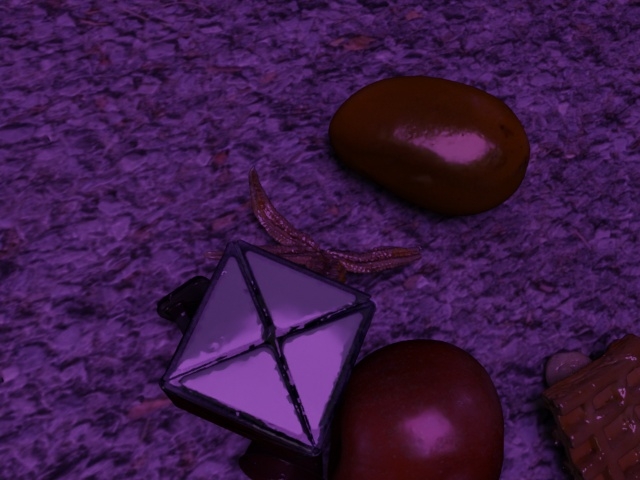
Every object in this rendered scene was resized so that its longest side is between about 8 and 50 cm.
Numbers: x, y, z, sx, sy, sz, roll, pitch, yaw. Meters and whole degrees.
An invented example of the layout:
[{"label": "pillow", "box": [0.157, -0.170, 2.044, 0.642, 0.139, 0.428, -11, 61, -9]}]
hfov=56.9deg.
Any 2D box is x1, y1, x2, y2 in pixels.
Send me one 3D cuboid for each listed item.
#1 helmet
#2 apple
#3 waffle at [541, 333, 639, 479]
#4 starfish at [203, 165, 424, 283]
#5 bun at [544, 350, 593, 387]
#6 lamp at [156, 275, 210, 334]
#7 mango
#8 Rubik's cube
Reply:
[{"label": "helmet", "box": [-0.054, 0.396, 1.102, 0.175, 0.155, 0.106, 29, 49, -7]}, {"label": "apple", "box": [0.158, 0.348, 1.042, 0.276, 0.348, 0.349, 5, 71, -3]}, {"label": "waffle", "box": [0.624, 0.403, 1.206, 0.304, 0.077, 0.349, -23, 92, -19]}, {"label": "starfish", "box": [-0.007, 0.008, 1.193, 0.398, 0.384, 0.132, 32, 111, 7]}, {"label": "bun", "box": [0.545, 0.290, 1.272, 0.115, 0.069, 0.115, 3, 69, -9]}, {"label": "lamp", "box": [-0.156, 0.183, 1.133, 0.203, 0.124, 0.283, -37, 81, -2]}, {"label": "mango", "box": [0.239, -0.216, 1.309, 0.445, 0.232, 0.300, 12, 74, 2]}, {"label": "Rubik's cube", "box": [-0.086, 0.186, 0.961, 0.254, 0.259, 0.260, 25, 64, 1]}]
